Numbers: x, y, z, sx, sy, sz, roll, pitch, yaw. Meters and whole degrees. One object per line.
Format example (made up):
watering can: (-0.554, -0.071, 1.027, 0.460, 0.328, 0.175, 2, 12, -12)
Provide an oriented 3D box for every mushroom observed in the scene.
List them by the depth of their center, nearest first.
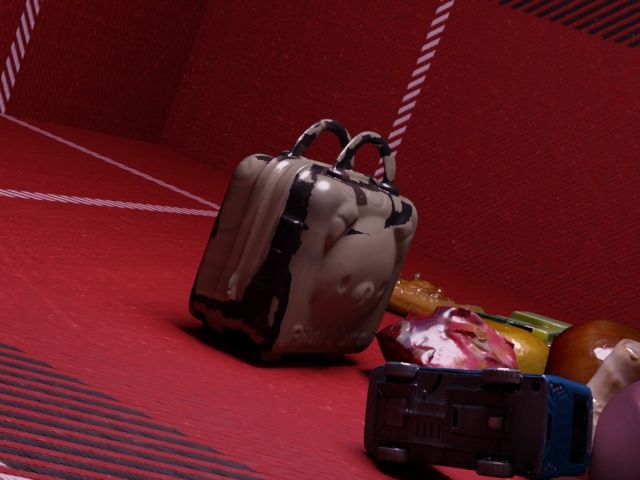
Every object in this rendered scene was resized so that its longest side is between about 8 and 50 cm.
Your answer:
mushroom: (0.346, 0.233, 1.606, 0.206, 0.209, 0.206, 1, 26, -1)

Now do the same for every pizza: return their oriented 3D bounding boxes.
pizza: (0.175, 0.109, 2.555, 0.365, 0.074, 0.182, 20, 15, -10)

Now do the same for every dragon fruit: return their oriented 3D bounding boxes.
dragon fruit: (0.184, 0.145, 1.785, 0.126, 0.161, 0.274, 66, -13, -23)

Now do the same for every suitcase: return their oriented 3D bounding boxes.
suitcase: (0.000, 0.000, 1.754, 0.194, 0.339, 0.351, 24, 6, 28)

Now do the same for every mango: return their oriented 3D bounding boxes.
mango: (0.248, 0.184, 1.950, 0.167, 0.130, 0.262, 14, 4, -45)

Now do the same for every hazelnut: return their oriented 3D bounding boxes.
hazelnut: (0.446, 0.223, 1.823, 0.251, 0.217, 0.217, 46, -9, -34)

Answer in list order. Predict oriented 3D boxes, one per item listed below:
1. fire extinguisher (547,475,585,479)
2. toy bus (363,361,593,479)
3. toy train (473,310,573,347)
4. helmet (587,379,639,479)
fire extinguisher: (0.272, 0.300, 1.174, 0.138, 0.102, 0.344, 16, 7, -16)
toy bus: (0.170, 0.199, 1.367, 0.246, 0.113, 0.134, -2, -10, 45)
toy train: (0.405, 0.207, 2.147, 0.253, 0.160, 0.397, 16, 3, 25)
helmet: (0.432, 0.252, 1.358, 0.271, 0.197, 0.338, -2, 6, -7)
